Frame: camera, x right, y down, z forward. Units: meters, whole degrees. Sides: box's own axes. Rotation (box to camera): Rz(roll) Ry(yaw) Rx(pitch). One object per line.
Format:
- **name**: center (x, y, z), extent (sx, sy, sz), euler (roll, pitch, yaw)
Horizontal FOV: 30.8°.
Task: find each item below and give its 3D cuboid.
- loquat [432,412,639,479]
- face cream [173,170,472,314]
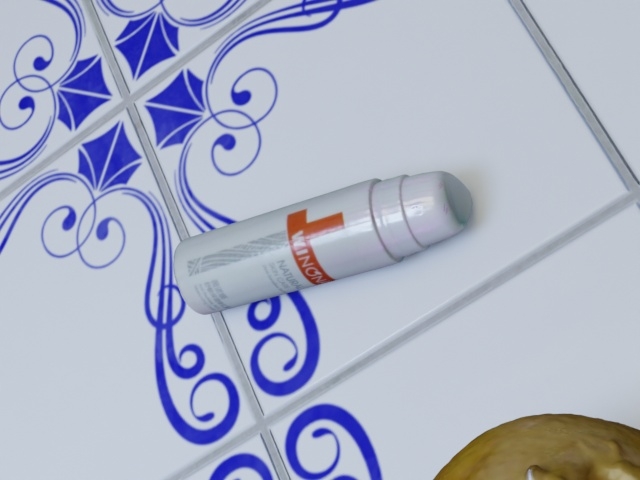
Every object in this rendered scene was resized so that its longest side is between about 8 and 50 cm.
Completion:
- **loquat**: center (0.222, 0.307, 0.994), extent (0.328, 0.328, 0.328), euler (-8, 72, 26)
- **face cream**: center (0.000, 0.000, 1.327), extent (0.345, 0.102, 0.102), euler (-17, 68, 25)
